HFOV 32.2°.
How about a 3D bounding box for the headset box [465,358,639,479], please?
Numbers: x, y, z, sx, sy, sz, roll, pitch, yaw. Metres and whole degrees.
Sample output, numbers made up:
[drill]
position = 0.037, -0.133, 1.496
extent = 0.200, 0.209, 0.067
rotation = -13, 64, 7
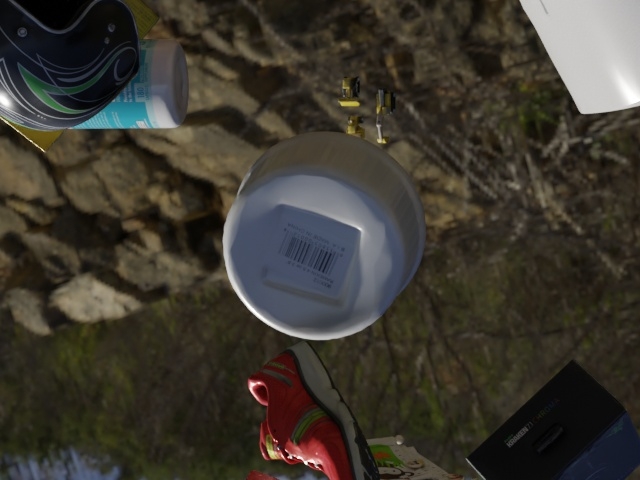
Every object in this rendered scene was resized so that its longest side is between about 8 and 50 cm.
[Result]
[headset box]
position = 0.401, 0.359, 1.859
extent = 0.246, 0.283, 0.131
rotation = -42, -125, -2

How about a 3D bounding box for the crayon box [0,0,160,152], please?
[crayon box]
position = -0.464, -0.341, 1.947
extent = 0.318, 0.202, 0.081
rotation = -50, -153, -3

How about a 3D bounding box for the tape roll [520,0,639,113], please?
[tape roll]
position = 0.248, -0.222, 0.758
extent = 0.246, 0.169, 0.246
rotation = -29, -168, 7

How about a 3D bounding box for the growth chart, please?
[growth chart]
position = 0.118, 0.362, 1.775
extent = 0.172, 0.021, 0.237
rotation = -3, -167, -30

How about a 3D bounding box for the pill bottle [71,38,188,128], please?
[pill bottle]
position = -0.357, -0.255, 1.816
extent = 0.264, 0.146, 0.146
rotation = 0, -169, 5

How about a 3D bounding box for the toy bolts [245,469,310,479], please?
[toy bolts]
position = -0.036, 0.457, 1.587
extent = 0.159, 0.228, 0.218
rotation = 13, 172, 25

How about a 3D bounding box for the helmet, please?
[helmet]
position = -0.280, -0.193, 1.117
extent = 0.162, 0.169, 0.169
rotation = -30, -165, -28

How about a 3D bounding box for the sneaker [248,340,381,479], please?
[sneaker]
position = -0.011, 0.244, 1.342
extent = 0.118, 0.107, 0.279
rotation = -28, -141, -5

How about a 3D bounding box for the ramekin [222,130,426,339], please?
[ramekin]
position = 0.000, 0.000, 1.510
extent = 0.277, 0.277, 0.135
rotation = -14, -165, 15

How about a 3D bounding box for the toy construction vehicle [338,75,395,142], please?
[toy construction vehicle]
position = 0.066, -0.196, 1.661
extent = 0.086, 0.098, 0.035
rotation = 6, -172, 24
